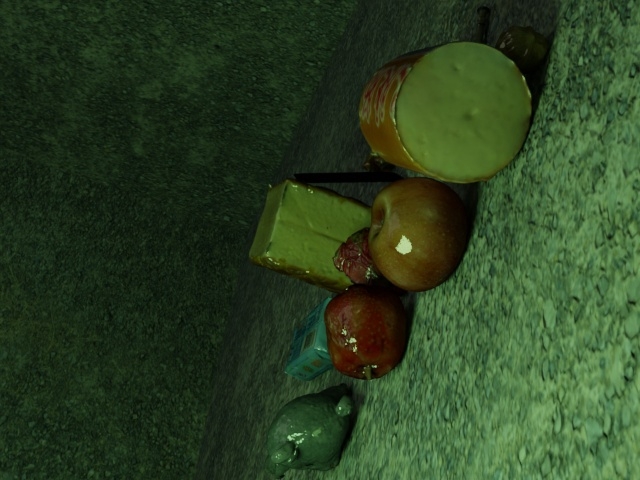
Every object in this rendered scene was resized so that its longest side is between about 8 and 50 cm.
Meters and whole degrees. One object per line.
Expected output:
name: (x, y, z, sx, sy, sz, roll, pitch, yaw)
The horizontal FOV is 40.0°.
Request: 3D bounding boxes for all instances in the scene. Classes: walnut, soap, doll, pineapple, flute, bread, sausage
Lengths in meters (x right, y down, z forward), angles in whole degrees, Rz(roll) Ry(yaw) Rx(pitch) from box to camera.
walnut: (0.330, -0.315, 1.451, 0.096, 0.079, 0.082, 131, 154, -68)
soap: (-0.004, 0.243, 2.133, 0.293, 0.077, 0.156, 133, 155, -62)
doll: (-0.013, 0.406, 1.839, 0.246, 0.158, 0.340, -42, -11, -13)
pineapple: (0.165, -0.223, 2.159, 0.137, 0.069, 0.116, -57, 10, 20)
flute: (0.314, -0.377, 1.762, 0.027, 0.027, 0.233, 129, 157, -60)
bread: (0.000, 0.000, 2.005, 0.279, 0.279, 0.207, 169, 118, -74)
sausage: (0.205, -0.222, 1.513, 0.287, 0.233, 0.233, -137, 66, -76)

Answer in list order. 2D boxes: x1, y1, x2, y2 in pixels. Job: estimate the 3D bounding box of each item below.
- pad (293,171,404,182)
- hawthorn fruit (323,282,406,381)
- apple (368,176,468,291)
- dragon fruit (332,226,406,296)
pad: (0.055, -0.136, 2.111, 0.323, 0.250, 0.055, 138, 129, -80)
hawthorn fruit: (0.080, 0.171, 1.655, 0.173, 0.174, 0.179, 152, 136, -74)
apple: (0.163, -0.014, 1.542, 0.201, 0.162, 0.201, -159, 90, -78)
dragon fruit: (0.112, 0.028, 1.759, 0.120, 0.161, 0.127, -99, 19, -70)
